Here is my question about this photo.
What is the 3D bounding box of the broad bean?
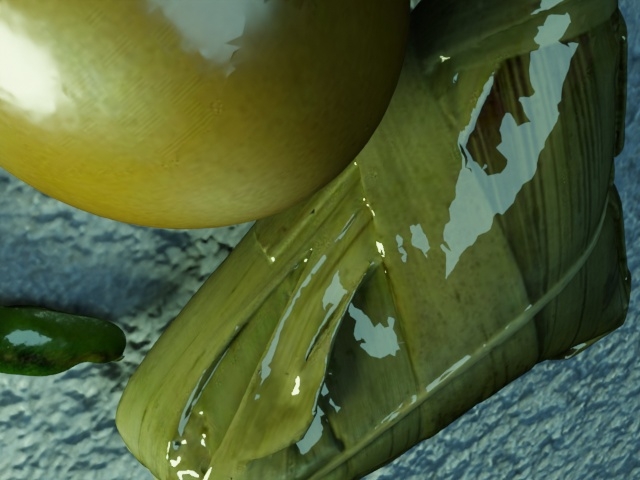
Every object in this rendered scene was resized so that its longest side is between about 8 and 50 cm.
[{"bbox_3d":[-0.254,0.022,0.756,0.144,0.049,0.292,-25,133,2],"label":"broad bean"}]

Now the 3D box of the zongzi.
[{"bbox_3d":[-0.012,-0.012,0.752,0.500,0.218,0.466,-31,135,-15],"label":"zongzi"}]

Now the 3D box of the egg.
[{"bbox_3d":[-0.109,-0.165,0.609,0.351,0.282,0.282,40,90,-8],"label":"egg"}]
